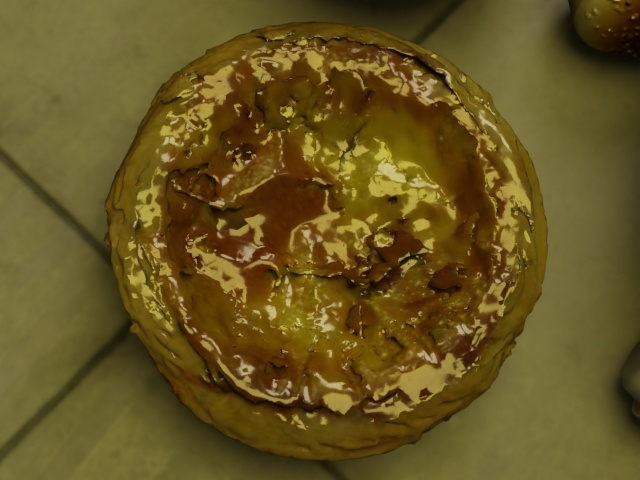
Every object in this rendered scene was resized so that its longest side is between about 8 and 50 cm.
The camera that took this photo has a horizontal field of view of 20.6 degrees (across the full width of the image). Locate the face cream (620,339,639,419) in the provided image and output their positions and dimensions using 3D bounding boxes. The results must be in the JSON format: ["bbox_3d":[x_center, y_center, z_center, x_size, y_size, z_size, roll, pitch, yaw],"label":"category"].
[{"bbox_3d":[0.254,0.097,1.158,0.095,0.091,0.091,42,72,-4],"label":"face cream"}]

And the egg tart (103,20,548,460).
[{"bbox_3d":[0.000,0.000,1.128,0.290,0.115,0.290,2,73,-8],"label":"egg tart"}]

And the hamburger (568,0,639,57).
[{"bbox_3d":[0.239,-0.178,1.212,0.141,0.126,0.081,-20,70,-13],"label":"hamburger"}]
